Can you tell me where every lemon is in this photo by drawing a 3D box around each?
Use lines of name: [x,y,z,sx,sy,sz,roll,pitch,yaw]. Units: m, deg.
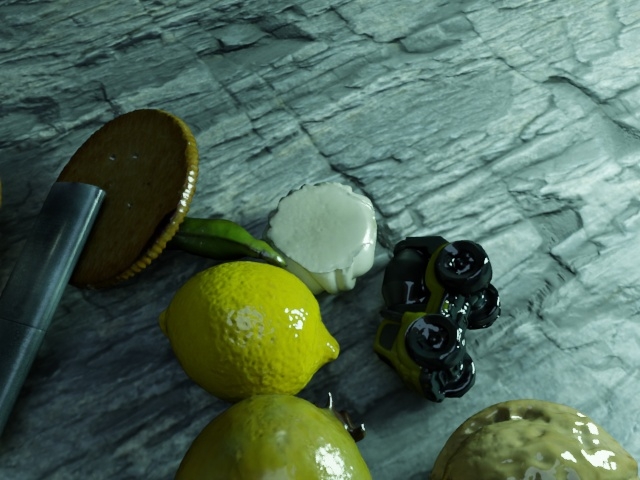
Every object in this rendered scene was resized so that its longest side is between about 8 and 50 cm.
lemon: [-0.095,0.119,0.720,0.244,0.187,0.186,13,63,7]

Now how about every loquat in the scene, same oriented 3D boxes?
loquat: [-0.045,0.285,0.610,0.244,0.244,0.244,1,62,-1]

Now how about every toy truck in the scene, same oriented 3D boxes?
toy truck: [0.149,0.101,0.774,0.165,0.147,0.224,12,63,31]

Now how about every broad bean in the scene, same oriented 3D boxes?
broad bean: [-0.194,-0.009,0.823,0.339,0.077,0.061,10,84,25]

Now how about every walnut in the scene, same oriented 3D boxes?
walnut: [0.247,0.287,0.639,0.245,0.198,0.198,-5,62,4]

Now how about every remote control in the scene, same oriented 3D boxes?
remote control: [-0.406,0.094,0.757,0.107,0.044,0.377,4,69,33]

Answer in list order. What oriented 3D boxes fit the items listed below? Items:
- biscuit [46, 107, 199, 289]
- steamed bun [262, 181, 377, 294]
biscuit: [-0.305,-0.068,0.831,0.305,0.038,0.305,-12,62,23]
steamed bun: [0.000,0.000,0.829,0.183,0.106,0.182,-2,59,3]
